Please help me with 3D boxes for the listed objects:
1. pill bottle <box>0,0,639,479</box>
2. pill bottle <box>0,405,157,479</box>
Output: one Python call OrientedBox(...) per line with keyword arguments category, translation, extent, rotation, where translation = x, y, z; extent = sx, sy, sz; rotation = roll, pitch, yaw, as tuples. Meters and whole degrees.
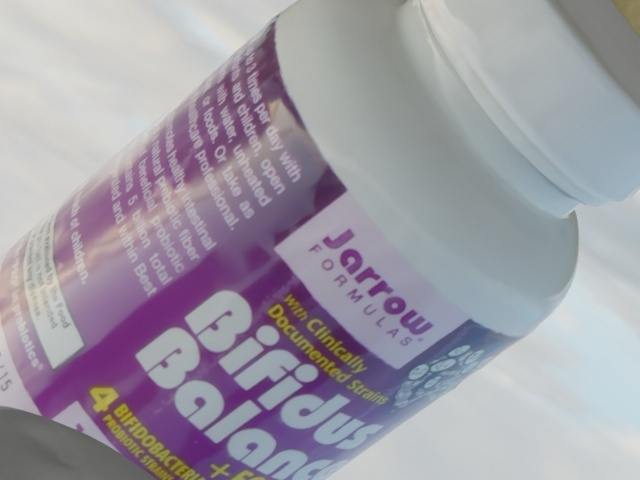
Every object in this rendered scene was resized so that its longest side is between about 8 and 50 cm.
OrientedBox(category="pill bottle", translation=(0.000, 0.000, 0.696), extent=(0.169, 0.301, 0.169), rotation=(41, -156, -23))
OrientedBox(category="pill bottle", translation=(-0.109, 0.151, 0.390), extent=(0.119, 0.208, 0.119), rotation=(41, -169, -9))
